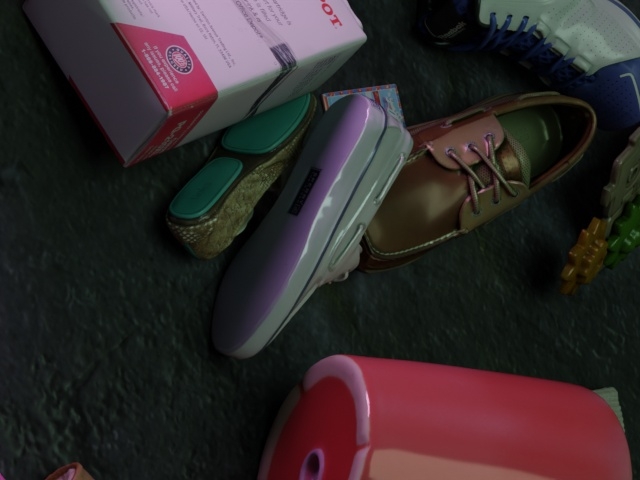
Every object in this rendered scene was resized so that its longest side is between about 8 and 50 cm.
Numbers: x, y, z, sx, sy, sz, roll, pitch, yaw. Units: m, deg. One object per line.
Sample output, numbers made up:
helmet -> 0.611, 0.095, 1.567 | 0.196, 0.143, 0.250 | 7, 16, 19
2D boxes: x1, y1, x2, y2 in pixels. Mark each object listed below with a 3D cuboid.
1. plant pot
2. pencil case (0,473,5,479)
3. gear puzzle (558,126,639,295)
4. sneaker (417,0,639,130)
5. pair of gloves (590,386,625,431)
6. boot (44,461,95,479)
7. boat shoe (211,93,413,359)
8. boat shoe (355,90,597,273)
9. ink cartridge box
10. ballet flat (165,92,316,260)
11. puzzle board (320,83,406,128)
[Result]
plant pot -> 0.092, 0.224, 1.733 | 0.243, 0.275, 0.275 | 18, 69, -25
pencil case -> -0.334, 0.237, 1.465 | 0.236, 0.104, 0.104 | -28, 99, -38
gear puzzle -> 0.343, -0.055, 2.068 | 0.339, 0.044, 0.175 | -42, 150, -38
sneaker -> 0.192, -0.221, 2.003 | 0.182, 0.127, 0.315 | -43, 104, -32
pair of gloves -> 0.242, 0.259, 1.981 | 0.204, 0.042, 0.240 | 7, 77, -39
boot -> -0.170, 0.351, 1.587 | 0.269, 0.089, 0.236 | 50, 41, -22
boat shoe -> 0.000, 0.000, 1.756 | 0.084, 0.095, 0.258 | 32, 91, -36
boat shoe -> 0.143, -0.072, 1.901 | 0.324, 0.120, 0.122 | -33, 102, -40
ink cartridge box -> -0.105, -0.187, 1.716 | 0.237, 0.100, 0.172 | -25, 78, -40
ballet flat -> -0.067, -0.058, 1.784 | 0.206, 0.073, 0.067 | -48, 138, -33
puzzle board -> 0.052, -0.084, 1.915 | 0.096, 0.011, 0.128 | -11, 88, -41
